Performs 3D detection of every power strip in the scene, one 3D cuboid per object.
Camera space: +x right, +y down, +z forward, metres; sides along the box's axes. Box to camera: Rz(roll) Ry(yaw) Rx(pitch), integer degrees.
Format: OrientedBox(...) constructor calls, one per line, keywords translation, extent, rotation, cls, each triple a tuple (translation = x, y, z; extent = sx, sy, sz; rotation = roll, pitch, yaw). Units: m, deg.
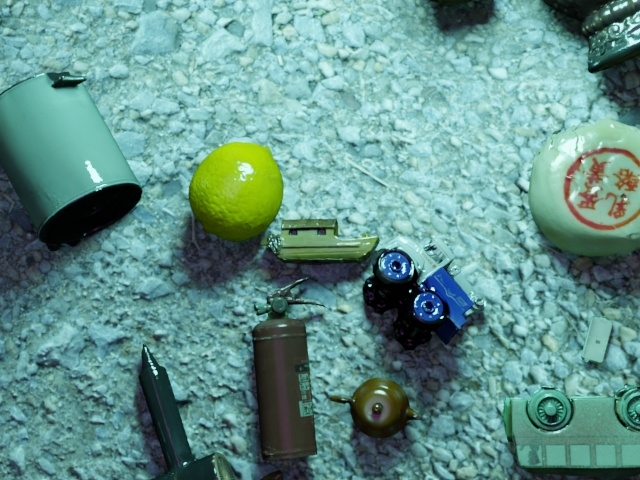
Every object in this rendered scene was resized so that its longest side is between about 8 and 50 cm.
OrientedBox(translation=(0.506, 0.182, 1.748), extent=(0.040, 0.016, 0.090), rotation=(15, 83, 11), cls="power strip")

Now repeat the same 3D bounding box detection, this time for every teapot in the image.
OrientedBox(translation=(0.102, 0.305, 1.741), extent=(0.173, 0.116, 0.116), rotation=(11, 83, 11), cls="teapot")

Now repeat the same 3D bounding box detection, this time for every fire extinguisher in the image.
OrientedBox(translation=(-0.051, 0.235, 1.784), extent=(0.147, 0.106, 0.337), rotation=(-2, 80, -17), cls="fire extinguisher")

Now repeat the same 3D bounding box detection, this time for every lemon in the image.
OrientedBox(translation=(-0.155, -0.095, 1.808), extent=(0.178, 0.178, 0.203), rotation=(36, 86, 12), cls="lemon")

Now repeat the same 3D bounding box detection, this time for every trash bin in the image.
OrientedBox(translation=(-0.499, -0.157, 1.844), extent=(0.277, 0.217, 0.263), rotation=(-40, 75, 35), cls="trash bin")

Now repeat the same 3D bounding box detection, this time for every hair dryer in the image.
OrientedBox(translation=(-0.300, 0.366, 1.808), extent=(0.189, 0.107, 0.352), rotation=(-24, 71, 6), cls="hair dryer")

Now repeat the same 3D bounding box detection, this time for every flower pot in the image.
OrientedBox(translation=(0.529, -0.462, 1.734), extent=(0.266, 0.266, 0.267), rotation=(-21, 90, 4), cls="flower pot")

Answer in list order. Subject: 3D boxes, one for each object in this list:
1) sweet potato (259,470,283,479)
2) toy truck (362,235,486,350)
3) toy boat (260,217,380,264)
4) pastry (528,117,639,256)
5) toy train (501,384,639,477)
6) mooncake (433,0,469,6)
OrientedBox(translation=(-0.121, 0.573, 1.739), extent=(0.124, 0.098, 0.310), rotation=(19, 86, 32), cls="sweet potato")
OrientedBox(translation=(0.192, 0.084, 1.754), extent=(0.177, 0.161, 0.213), rotation=(-35, 77, -18), cls="toy truck")
OrientedBox(translation=(0.000, 0.000, 1.824), extent=(0.226, 0.068, 0.088), rotation=(-2, 75, 8), cls="toy boat")
OrientedBox(translation=(0.505, -0.094, 1.736), extent=(0.264, 0.133, 0.265), rotation=(-2, 77, 7), cls="pastry")
OrientedBox(translation=(0.484, 0.330, 1.673), extent=(0.326, 0.129, 0.159), rotation=(-3, 85, 8), cls="toy train")
OrientedBox(translation=(0.229, -0.579, 1.775), extent=(0.161, 0.290, 0.290), rotation=(-21, 79, 9), cls="mooncake")
